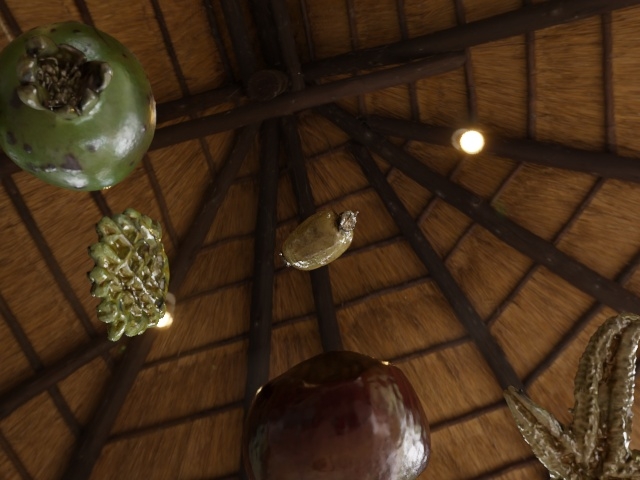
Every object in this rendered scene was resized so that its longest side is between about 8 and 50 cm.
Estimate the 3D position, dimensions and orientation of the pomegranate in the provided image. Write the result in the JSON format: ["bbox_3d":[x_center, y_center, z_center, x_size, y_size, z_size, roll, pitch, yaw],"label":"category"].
[{"bbox_3d":[-0.349,-0.177,0.723,0.242,0.306,0.242,-10,-61,-18],"label":"pomegranate"}]

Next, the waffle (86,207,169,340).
[{"bbox_3d":[-0.321,0.054,0.882,0.054,0.204,0.223,-4,-90,14],"label":"waffle"}]

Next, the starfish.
[{"bbox_3d":[0.446,0.335,0.691,0.324,0.082,0.432,-25,-106,-6],"label":"starfish"}]

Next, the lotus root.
[{"bbox_3d":[0.000,0.000,0.733,0.152,0.063,0.072,-37,-75,29],"label":"lotus root"}]

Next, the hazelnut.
[{"bbox_3d":[0.014,0.208,0.557,0.202,0.170,0.160,-20,-77,5],"label":"hazelnut"}]
